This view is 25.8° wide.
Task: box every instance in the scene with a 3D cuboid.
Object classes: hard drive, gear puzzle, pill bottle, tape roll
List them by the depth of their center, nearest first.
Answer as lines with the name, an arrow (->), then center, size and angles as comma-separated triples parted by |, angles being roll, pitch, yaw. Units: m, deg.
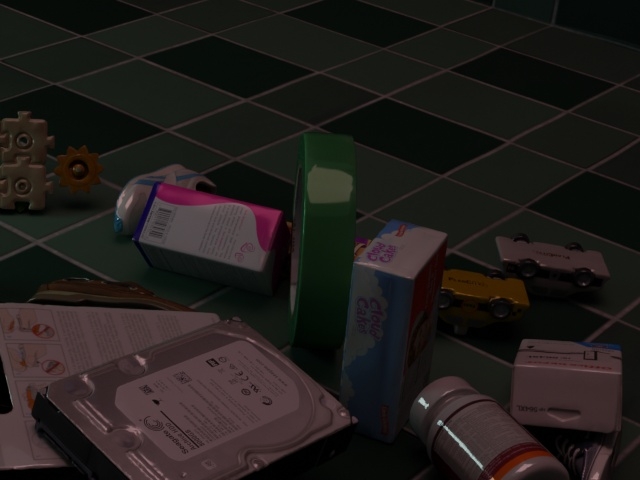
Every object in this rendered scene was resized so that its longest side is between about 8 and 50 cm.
hard drive -> -0.146, 0.217, 1.690 | 0.237, 0.064, 0.339 | 39, 36, 28
pill bottle -> 0.213, 0.275, 1.808 | 0.121, 0.121, 0.221 | -9, 31, -26
tape roll -> 0.000, 0.000, 2.076 | 0.077, 0.321, 0.321 | 3, 28, -4
gear puzzle -> -0.545, -0.136, 2.417 | 0.339, 0.175, 0.044 | 1, -2, -9

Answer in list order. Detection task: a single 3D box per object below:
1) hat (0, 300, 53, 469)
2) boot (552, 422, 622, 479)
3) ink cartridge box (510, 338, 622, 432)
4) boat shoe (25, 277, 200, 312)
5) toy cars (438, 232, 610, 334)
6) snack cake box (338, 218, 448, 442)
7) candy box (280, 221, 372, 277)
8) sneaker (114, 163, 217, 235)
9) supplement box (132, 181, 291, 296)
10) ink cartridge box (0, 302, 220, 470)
hat -> -0.437, 0.210, 1.771 | 0.331, 0.134, 0.331 | 30, 21, -13
boot -> 0.348, 0.293, 1.874 | 0.086, 0.069, 0.190 | 7, 19, 18
ink cartridge box -> 0.344, 0.198, 1.940 | 0.148, 0.085, 0.203 | 3, 6, 11
boat shoe -> -0.277, 0.105, 2.049 | 0.307, 0.110, 0.104 | 12, 29, 12
toy cars -> 0.301, 0.077, 2.254 | 0.394, 0.087, 0.176 | -15, 39, -41
snack cake box -> 0.098, 0.124, 1.920 | 0.089, 0.264, 0.152 | 16, 29, 19
candy box -> -0.018, 0.024, 2.320 | 0.187, 0.053, 0.109 | 12, 28, 14
sneaker -> -0.270, -0.068, 2.411 | 0.092, 0.087, 0.229 | 22, 33, 24
supplement box -> -0.169, -0.002, 2.233 | 0.220, 0.114, 0.111 | 14, 68, 15
ink cartridge box -> -0.272, 0.210, 1.773 | 0.385, 0.091, 0.308 | 3, 35, -26
